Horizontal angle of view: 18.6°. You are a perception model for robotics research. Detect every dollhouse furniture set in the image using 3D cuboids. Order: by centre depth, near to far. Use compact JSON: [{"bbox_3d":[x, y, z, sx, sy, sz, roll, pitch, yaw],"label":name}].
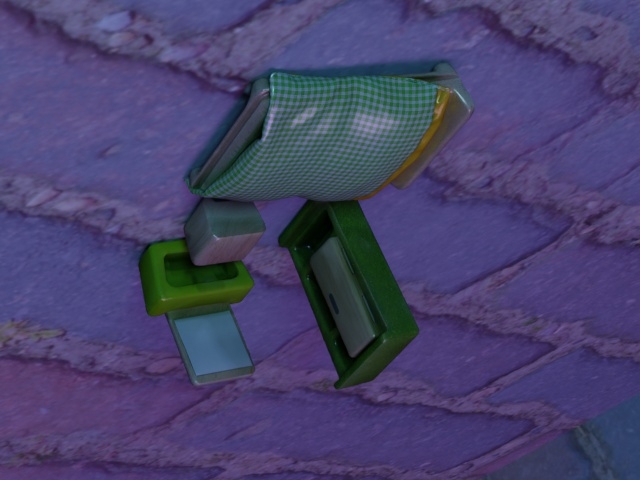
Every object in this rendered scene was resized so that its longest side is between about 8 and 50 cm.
[{"bbox_3d":[0.000,0.000,1.595,0.197,0.151,0.301,-8,154,-32],"label":"dollhouse furniture set"}]
